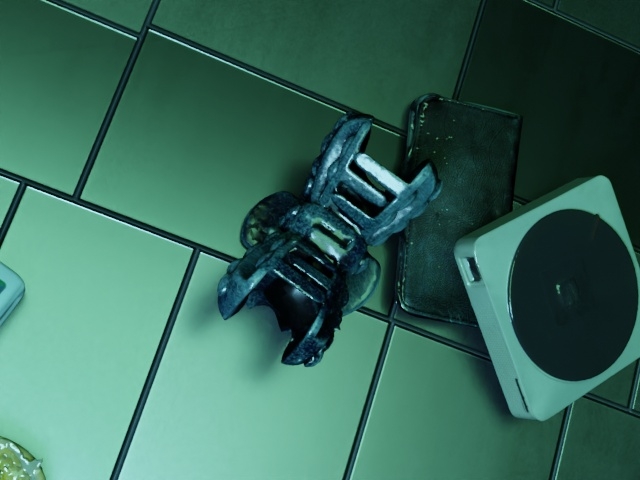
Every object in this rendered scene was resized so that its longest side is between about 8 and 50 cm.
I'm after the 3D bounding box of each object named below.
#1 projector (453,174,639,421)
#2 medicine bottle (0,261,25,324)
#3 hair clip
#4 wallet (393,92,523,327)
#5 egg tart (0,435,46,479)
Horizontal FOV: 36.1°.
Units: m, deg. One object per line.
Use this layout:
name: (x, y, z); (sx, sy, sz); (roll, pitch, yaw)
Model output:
projector: (0.318, 0.073, 1.317); (0.259, 0.079, 0.257); (-25, 100, -27)
medicine bottle: (-0.461, 0.030, 1.112); (0.229, 0.083, 0.121); (37, 73, -5)
hair clip: (0.001, -0.001, 1.195); (0.194, 0.206, 0.310); (38, 75, 0)
wallet: (0.185, -0.041, 1.341); (0.172, 0.045, 0.318); (12, 74, -17)
egg tart: (-0.418, 0.296, 1.063); (0.252, 0.098, 0.231); (-19, 90, -16)
